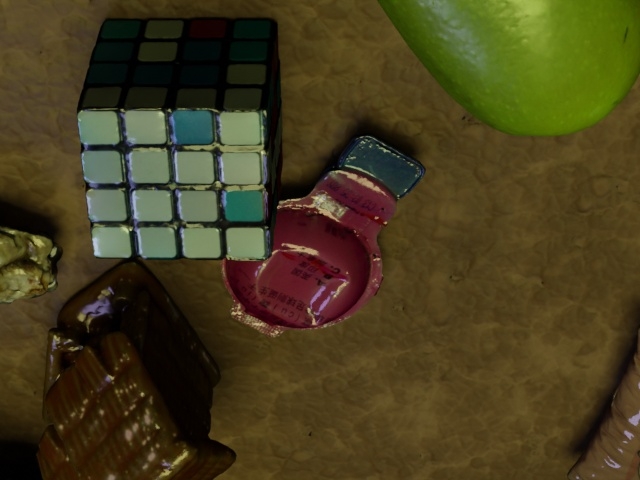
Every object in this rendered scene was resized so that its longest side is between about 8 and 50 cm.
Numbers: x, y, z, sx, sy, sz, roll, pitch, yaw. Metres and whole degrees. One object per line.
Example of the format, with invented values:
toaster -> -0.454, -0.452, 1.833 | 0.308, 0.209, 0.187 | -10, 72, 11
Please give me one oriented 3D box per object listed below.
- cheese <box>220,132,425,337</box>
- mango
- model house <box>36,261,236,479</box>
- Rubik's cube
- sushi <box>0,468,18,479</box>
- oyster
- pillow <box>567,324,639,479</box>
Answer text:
cheese -> 0.000, 0.000, 1.321 | 0.155, 0.062, 0.244 | 27, 121, -19
mango -> 0.128, -0.228, 1.092 | 0.192, 0.156, 0.343 | -31, 118, 19
model house -> -0.191, 0.181, 1.361 | 0.199, 0.229, 0.219 | -34, 118, 16
Rubik's cube -> -0.113, -0.085, 1.207 | 0.154, 0.151, 0.155 | 0, 127, 2
sushi -> -0.288, 0.396, 1.462 | 0.285, 0.328, 0.328 | 0, 111, 4
oyster -> -0.342, 0.039, 1.332 | 0.191, 0.081, 0.163 | -12, 153, 30
pillow -> 0.386, 0.188, 1.439 | 0.223, 0.084, 0.236 | 10, 124, -4
